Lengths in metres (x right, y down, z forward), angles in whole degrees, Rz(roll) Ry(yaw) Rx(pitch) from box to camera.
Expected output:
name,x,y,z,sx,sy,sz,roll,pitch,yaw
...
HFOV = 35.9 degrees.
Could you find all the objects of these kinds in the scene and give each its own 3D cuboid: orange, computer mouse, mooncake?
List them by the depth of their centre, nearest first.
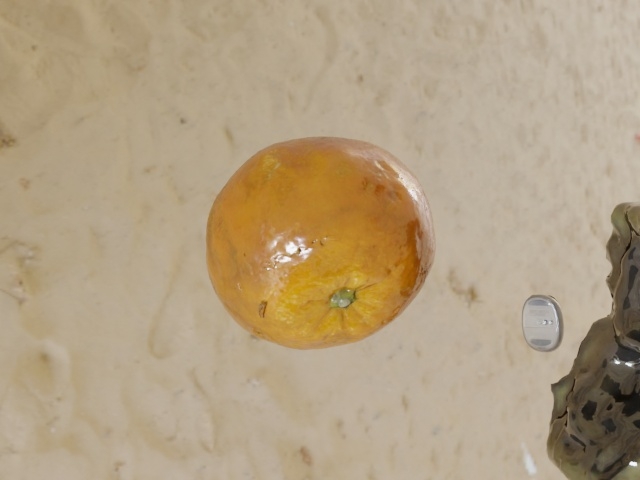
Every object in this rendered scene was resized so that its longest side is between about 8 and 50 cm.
name,x,y,z,sx,sy,sz,roll,pitch,yaw
orange,0.000,0.000,1.201,0.284,0.284,0.226,31,29,-45
mooncake,0.446,0.157,1.259,0.393,0.394,0.246,54,4,-8
computer mouse,0.350,0.128,1.548,0.039,0.066,0.096,-24,111,-59
